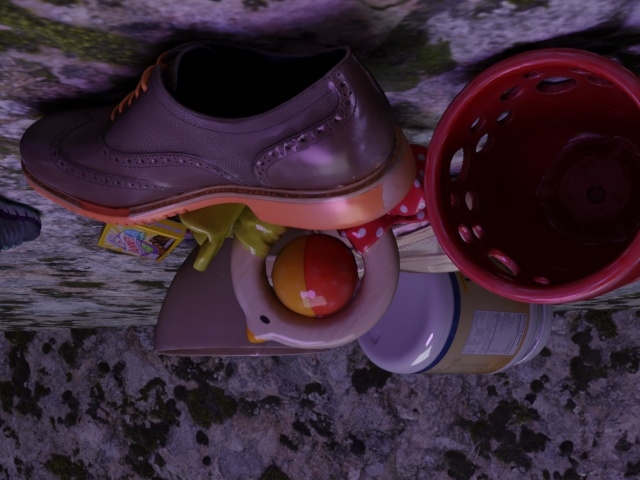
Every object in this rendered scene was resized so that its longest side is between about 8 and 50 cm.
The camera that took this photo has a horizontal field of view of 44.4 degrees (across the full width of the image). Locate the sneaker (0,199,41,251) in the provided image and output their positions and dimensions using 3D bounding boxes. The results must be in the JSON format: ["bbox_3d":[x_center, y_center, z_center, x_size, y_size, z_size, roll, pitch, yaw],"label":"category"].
[{"bbox_3d":[-0.436,-0.005,1.024,0.083,0.098,0.223,-2,169,6],"label":"sneaker"}]

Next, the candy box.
[{"bbox_3d":[-0.268,-0.007,1.160,0.105,0.027,0.206,19,164,-16],"label":"candy box"}]

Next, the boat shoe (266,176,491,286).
[{"bbox_3d":[0.047,-0.019,1.000,0.341,0.121,0.110,-9,130,23],"label":"boat shoe"}]

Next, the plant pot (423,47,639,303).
[{"bbox_3d":[0.206,-0.047,0.640,0.191,0.191,0.174,-9,175,36],"label":"plant pot"}]

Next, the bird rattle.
[{"bbox_3d":[0.000,0.000,0.760,0.254,0.206,0.143,-6,-172,0],"label":"bird rattle"}]

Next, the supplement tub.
[{"bbox_3d":[0.238,0.123,1.392,0.316,0.228,0.228,7,166,-38],"label":"supplement tub"}]

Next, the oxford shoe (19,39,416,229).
[{"bbox_3d":[-0.109,-0.097,0.616,0.364,0.129,0.132,1,138,26],"label":"oxford shoe"}]

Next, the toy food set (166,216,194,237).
[{"bbox_3d":[-0.199,-0.013,1.200,0.078,0.019,0.122,-1,169,0],"label":"toy food set"}]

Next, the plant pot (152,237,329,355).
[{"bbox_3d":[-0.129,0.089,1.290,0.284,0.190,0.284,-1,170,0],"label":"plant pot"}]
